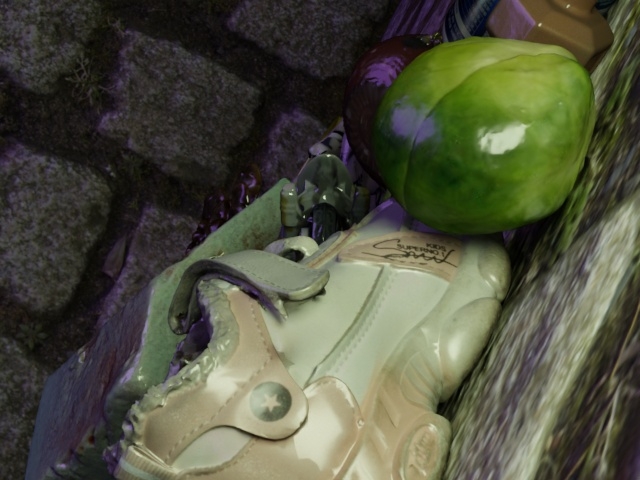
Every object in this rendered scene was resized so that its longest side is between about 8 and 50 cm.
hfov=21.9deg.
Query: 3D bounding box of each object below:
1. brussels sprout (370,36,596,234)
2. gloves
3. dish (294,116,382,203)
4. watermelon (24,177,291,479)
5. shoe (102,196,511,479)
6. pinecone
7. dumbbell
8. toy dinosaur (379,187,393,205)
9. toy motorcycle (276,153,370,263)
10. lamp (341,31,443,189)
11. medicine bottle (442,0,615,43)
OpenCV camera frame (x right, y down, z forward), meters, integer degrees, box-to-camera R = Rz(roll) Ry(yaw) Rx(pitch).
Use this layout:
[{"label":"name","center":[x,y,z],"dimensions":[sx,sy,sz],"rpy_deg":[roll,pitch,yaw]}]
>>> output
[{"label":"brussels sprout","center":[0.108,-0.068,1.100],"dimensions":[0.155,0.155,0.118],"rpy_deg":[-68,-20,-55]},{"label":"gloves","center":[0.075,-0.117,1.799],"dimensions":[0.212,0.127,0.111],"rpy_deg":[-54,-4,-49]},{"label":"dish","center":[0.001,-0.029,2.216],"dimensions":[0.262,0.108,0.221],"rpy_deg":[-60,5,-4]},{"label":"watermelon","center":[-0.119,0.127,1.503],"dimensions":[0.387,0.228,0.258],"rpy_deg":[-45,-10,1]},{"label":"shoe","center":[-0.002,0.067,1.097],"dimensions":[0.172,0.198,0.351],"rpy_deg":[-56,8,39]},{"label":"pinecone","center":[-0.058,0.043,1.871],"dimensions":[0.202,0.201,0.229],"rpy_deg":[-75,10,-54]},{"label":"dumbbell","center":[0.206,-0.215,1.168],"dimensions":[0.092,0.082,0.231],"rpy_deg":[-32,-22,-55]},{"label":"toy dinosaur","center":[0.062,0.031,1.327],"dimensions":[0.301,0.087,0.447],"rpy_deg":[-62,-2,-18]},{"label":"toy motorcycle","center":[0.000,0.000,1.345],"dimensions":[0.225,0.073,0.152],"rpy_deg":[96,177,-65]},{"label":"lamp","center":[0.099,-0.117,1.552],"dimensions":[0.135,0.156,0.157],"rpy_deg":[-18,12,-38]},{"label":"medicine bottle","center":[0.165,-0.183,1.334],"dimensions":[0.191,0.107,0.107],"rpy_deg":[-57,6,45]}]
